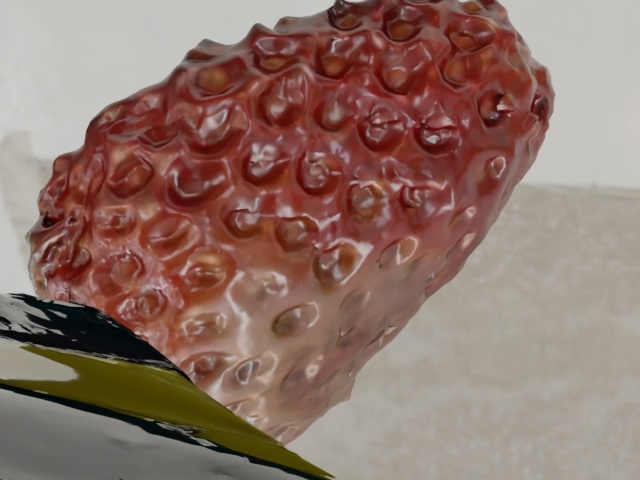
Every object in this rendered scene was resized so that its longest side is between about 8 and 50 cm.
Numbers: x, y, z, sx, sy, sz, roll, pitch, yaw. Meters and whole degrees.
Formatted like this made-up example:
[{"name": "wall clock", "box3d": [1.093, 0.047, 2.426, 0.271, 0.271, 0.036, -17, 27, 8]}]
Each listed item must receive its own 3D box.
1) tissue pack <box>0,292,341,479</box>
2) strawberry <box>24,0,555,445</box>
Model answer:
[{"name": "tissue pack", "box3d": [-0.139, 0.147, 0.411, 0.253, 0.264, 0.416, 18, 179, -22]}, {"name": "strawberry", "box3d": [0.000, 0.000, 0.858, 0.336, 0.149, 0.265, -35, 139, 3]}]
